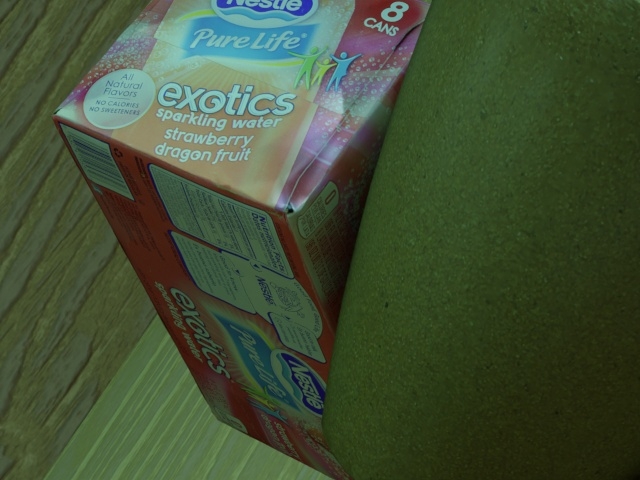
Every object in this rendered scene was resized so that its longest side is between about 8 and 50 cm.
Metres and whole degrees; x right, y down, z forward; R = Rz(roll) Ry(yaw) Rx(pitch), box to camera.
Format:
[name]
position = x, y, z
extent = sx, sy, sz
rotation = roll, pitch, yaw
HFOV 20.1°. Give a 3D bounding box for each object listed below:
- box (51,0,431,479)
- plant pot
[box]
position = 0.000, 0.000, 0.968
extent = 0.142, 0.154, 0.300
rotation = -52, -33, -22
[plant pot]
position = 0.112, 0.009, 0.804
extent = 0.254, 0.237, 0.237
rotation = -60, 7, 16
